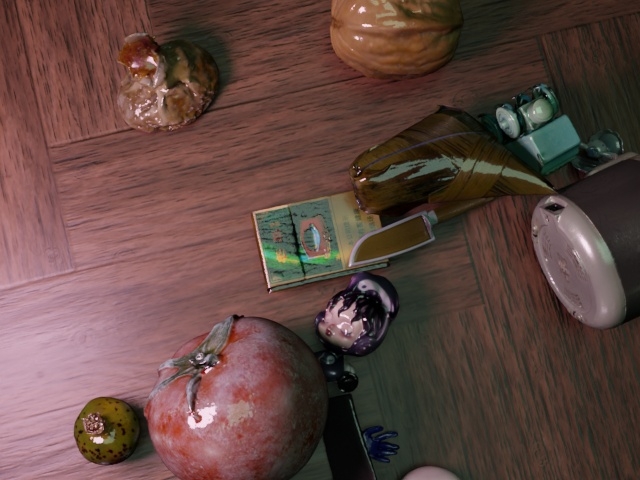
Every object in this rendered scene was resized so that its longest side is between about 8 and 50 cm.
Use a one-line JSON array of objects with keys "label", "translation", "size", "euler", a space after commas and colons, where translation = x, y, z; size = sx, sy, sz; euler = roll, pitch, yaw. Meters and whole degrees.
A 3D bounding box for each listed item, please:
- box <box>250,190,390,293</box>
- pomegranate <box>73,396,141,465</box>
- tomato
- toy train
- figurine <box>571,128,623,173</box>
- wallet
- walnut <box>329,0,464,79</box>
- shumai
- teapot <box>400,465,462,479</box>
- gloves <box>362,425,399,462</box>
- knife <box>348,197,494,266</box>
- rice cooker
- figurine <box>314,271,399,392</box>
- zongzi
[{"label": "box", "translation": [0.000, 0.000, 1.730], "size": [0.240, 0.071, 0.159], "euler": [-13, 84, -5]}, {"label": "pomegranate", "translation": [-0.389, 0.344, 1.639], "size": [0.130, 0.130, 0.130], "euler": [0, 82, -2]}, {"label": "tomato", "translation": [-0.141, 0.282, 1.563], "size": [0.317, 0.317, 0.282], "euler": [-36, 113, -7]}, {"label": "toy train", "translation": [0.391, -0.195, 1.711], "size": [0.112, 0.203, 0.163], "euler": [-30, 92, -9]}, {"label": "figurine", "translation": [0.538, -0.167, 1.768], "size": [0.086, 0.094, 0.082], "euler": [-16, 122, -32]}, {"label": "wallet", "translation": [0.056, 0.402, 1.651], "size": [0.025, 0.124, 0.244], "euler": [-10, 81, -34]}, {"label": "walnut", "translation": [0.147, -0.415, 1.728], "size": [0.261, 0.225, 0.225], "euler": [-5, 82, -8]}, {"label": "shumai", "translation": [-0.298, -0.305, 1.729], "size": [0.209, 0.153, 0.161], "euler": [-23, 76, -2]}, {"label": "teapot", "translation": [0.193, 0.485, 1.660], "size": [0.226, 0.092, 0.145], "euler": [1, 81, 1]}, {"label": "gloves", "translation": [0.106, 0.378, 1.701], "size": [0.086, 0.026, 0.064], "euler": [14, 79, 0]}, {"label": "knife", "translation": [0.197, -0.024, 1.721], "size": [0.343, 0.027, 0.061], "euler": [-21, 90, -21]}, {"label": "rice cooker", "translation": [0.552, -0.003, 1.652], "size": [0.277, 0.288, 0.288], "euler": [-25, 83, -8]}, {"label": "figurine", "translation": [0.067, 0.166, 1.686], "size": [0.145, 0.145, 0.222], "euler": [26, 91, 2]}, {"label": "zongzi", "translation": [0.237, -0.104, 1.639], "size": [0.286, 0.138, 0.300], "euler": [-33, 51, -23]}]
